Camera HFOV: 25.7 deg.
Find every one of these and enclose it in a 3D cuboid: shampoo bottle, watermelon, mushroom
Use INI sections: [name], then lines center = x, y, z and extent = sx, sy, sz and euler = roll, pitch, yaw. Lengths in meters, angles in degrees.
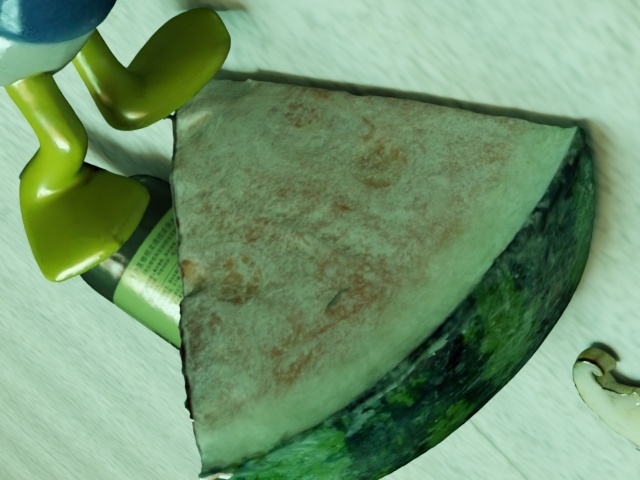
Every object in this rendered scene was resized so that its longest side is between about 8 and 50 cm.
[shampoo bottle]
center = -0.108, 0.021, 1.058
extent = 0.284, 0.101, 0.101
euler = 34, 150, 5
[watermelon]
center = 0.042, 0.010, 0.884
extent = 0.250, 0.292, 0.283
euler = -11, 167, 3
[mushroom]
center = 0.201, 0.108, 0.933
extent = 0.049, 0.019, 0.101
euler = -6, 132, 51

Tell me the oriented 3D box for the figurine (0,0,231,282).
[figurine]
center = -0.145, -0.171, 0.710
extent = 0.283, 0.204, 0.338
euler = -15, 135, 34
